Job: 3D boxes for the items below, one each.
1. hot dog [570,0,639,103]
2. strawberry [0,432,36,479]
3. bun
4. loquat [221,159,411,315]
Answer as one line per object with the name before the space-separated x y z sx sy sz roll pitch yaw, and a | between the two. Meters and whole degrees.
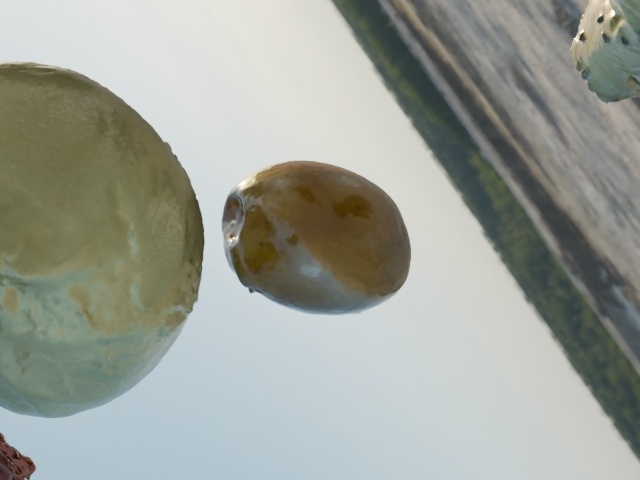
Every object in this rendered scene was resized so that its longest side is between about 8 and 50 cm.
hot dog | 0.406 -0.338 1.098 0.196 0.367 0.365 40 174 6
strawberry | -0.206 0.164 0.418 0.188 0.286 0.106 45 -177 -11
bun | -0.301 0.016 1.079 0.364 0.364 0.202 53 -147 -7
loquat | 0.000 0.000 1.253 0.227 0.179 0.179 15 -150 -28
